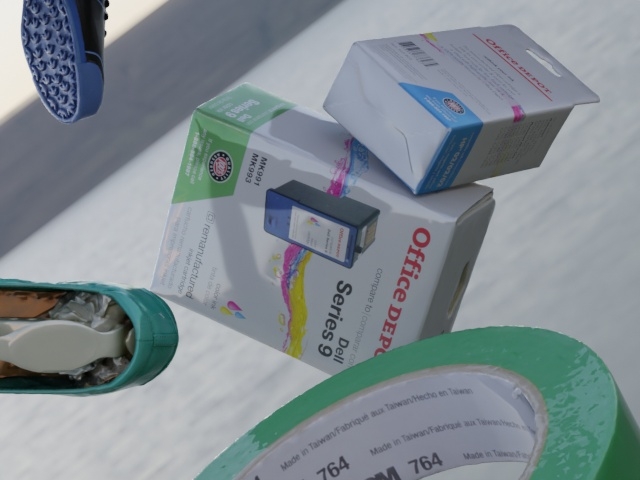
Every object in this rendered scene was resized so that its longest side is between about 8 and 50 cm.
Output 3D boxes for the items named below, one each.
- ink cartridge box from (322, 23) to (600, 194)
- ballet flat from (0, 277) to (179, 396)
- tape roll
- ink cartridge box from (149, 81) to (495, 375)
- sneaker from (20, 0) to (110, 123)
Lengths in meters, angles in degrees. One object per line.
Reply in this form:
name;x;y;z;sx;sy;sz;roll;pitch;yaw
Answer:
ink cartridge box;0.104;-0.098;1.249;0.181;0.104;0.061;-13;-41;-45
ballet flat;-0.211;0.056;1.055;0.247;0.083;0.087;-1;-4;2
tape roll;0.040;0.175;1.023;0.321;0.077;0.321;-25;21;10
ink cartridge box;0.000;0.000;1.263;0.093;0.212;0.154;-38;-32;-61
sneaker;-0.200;-0.216;1.443;0.090;0.232;0.081;-15;7;-41
